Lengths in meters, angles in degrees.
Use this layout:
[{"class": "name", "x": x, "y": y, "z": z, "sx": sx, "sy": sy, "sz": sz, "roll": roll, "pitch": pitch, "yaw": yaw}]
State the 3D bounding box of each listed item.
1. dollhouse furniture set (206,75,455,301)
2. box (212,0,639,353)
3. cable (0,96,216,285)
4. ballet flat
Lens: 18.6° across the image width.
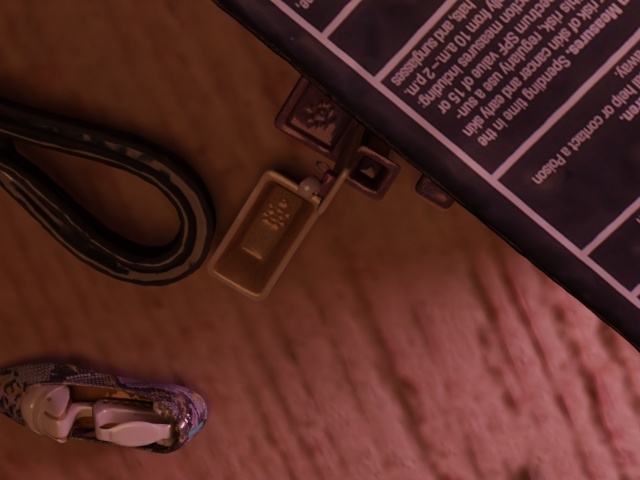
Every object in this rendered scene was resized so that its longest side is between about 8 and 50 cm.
[{"class": "dollhouse furniture set", "x": 0.000, "y": 0.000, "z": 0.892, "sx": 0.091, "sy": 0.081, "sz": 0.114, "roll": 31, "pitch": 117, "yaw": -5}, {"class": "box", "x": 0.136, "y": -0.155, "z": 0.736, "sx": 0.294, "sy": 0.183, "sz": 0.296, "roll": 40, "pitch": 117, "yaw": -9}, {"class": "cable", "x": -0.185, "y": -0.065, "z": 0.925, "sx": 0.287, "sy": 0.072, "sz": 0.139, "roll": 11, "pitch": 101, "yaw": -9}, {"class": "ballet flat", "x": -0.115, "y": 0.085, "z": 0.979, "sx": 0.114, "sy": 0.041, "sz": 0.041, "roll": 6, "pitch": 117, "yaw": 7}]
